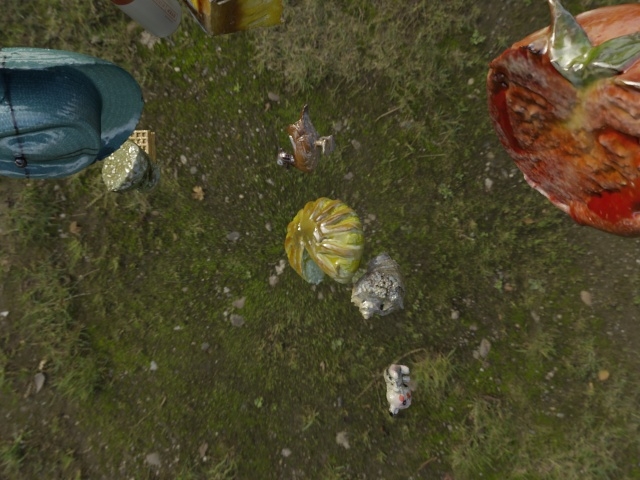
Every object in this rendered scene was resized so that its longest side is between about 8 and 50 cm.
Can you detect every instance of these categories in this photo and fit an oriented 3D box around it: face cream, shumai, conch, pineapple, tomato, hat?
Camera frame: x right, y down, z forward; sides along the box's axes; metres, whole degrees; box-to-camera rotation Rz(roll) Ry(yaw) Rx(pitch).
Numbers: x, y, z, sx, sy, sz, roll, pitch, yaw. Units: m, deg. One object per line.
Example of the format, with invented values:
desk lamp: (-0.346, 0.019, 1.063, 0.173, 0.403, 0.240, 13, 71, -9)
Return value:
face cream: (-0.380, -0.508, 0.819, 0.095, 0.214, 0.096, 0, 90, 13)
shumai: (-0.339, -0.126, 0.754, 0.123, 0.087, 0.099, 37, 98, 39)
conch: (0.207, 0.155, 1.375, 0.178, 0.162, 0.246, 32, 65, -29)
pineapple: (-0.187, -0.503, 0.831, 0.236, 0.115, 0.186, 8, 58, -2)
tomato: (0.351, -0.148, 0.467, 0.170, 0.309, 0.309, -38, 91, 6)
hat: (-0.248, -0.097, 0.350, 0.190, 0.138, 0.078, -8, 68, -29)

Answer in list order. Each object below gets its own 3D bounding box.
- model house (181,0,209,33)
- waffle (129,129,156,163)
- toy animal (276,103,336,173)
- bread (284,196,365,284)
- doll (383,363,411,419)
model house: (-0.306, -0.706, 1.112, 0.135, 0.207, 0.220, -24, 54, 18)
waffle: (-0.619, -0.301, 1.396, 0.102, 0.042, 0.148, 3, 98, 9)
toy animal: (-0.055, -0.277, 1.129, 0.178, 0.089, 0.189, 1, 116, 26)
bread: (0.000, 0.000, 1.386, 0.159, 0.332, 0.334, 8, 88, -42)
doll: (0.313, 0.603, 1.660, 0.095, 0.149, 0.192, -11, 88, 36)
